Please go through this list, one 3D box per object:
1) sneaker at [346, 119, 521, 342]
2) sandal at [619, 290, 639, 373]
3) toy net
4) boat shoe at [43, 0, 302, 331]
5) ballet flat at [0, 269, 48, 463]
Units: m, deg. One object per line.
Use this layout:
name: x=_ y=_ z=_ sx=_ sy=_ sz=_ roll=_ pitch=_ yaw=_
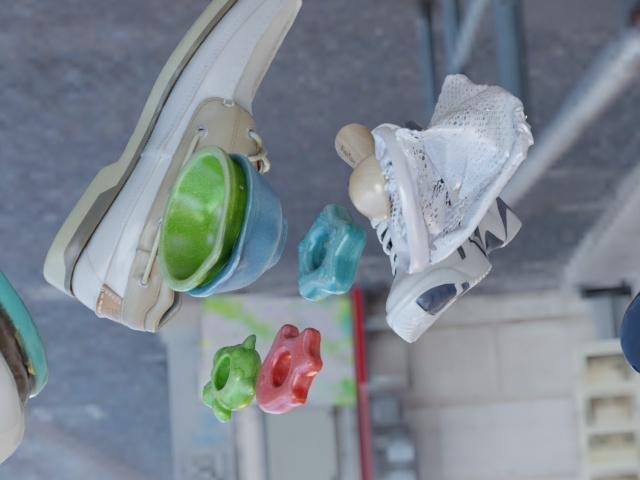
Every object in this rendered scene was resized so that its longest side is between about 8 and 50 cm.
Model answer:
sneaker: x=0.067 y=-0.019 z=1.556 sx=0.094 sy=0.153 sz=0.235 roll=-46 pitch=179 yaw=33
sandal: x=0.286 y=0.070 z=1.208 sx=0.254 sy=0.097 sz=0.054 roll=4 pitch=-142 yaw=46
toy net: x=0.000 y=0.000 z=0.802 sx=0.045 sy=0.122 sz=0.232 roll=18 pitch=156 yaw=-27
boat shoe: x=-0.090 y=-0.069 z=1.509 sx=0.103 sy=0.302 sz=0.113 roll=32 pitch=180 yaw=13
ballet flat: x=-0.253 y=-0.039 z=0.631 sx=0.400 sy=0.139 sz=0.139 roll=40 pitch=-169 yaw=29
